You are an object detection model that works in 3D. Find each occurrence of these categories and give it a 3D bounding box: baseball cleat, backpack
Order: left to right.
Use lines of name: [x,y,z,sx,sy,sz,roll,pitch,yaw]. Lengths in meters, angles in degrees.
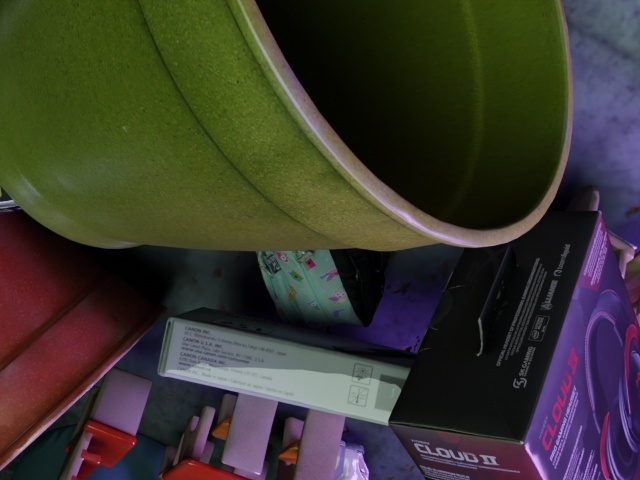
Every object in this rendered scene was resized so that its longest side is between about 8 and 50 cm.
baseball cleat: [-0.003,0.321,1.017,0.110,0.072,0.205,17,124,-6]
backpack: [0.000,0.000,0.809,0.115,0.152,0.182,0,130,24]

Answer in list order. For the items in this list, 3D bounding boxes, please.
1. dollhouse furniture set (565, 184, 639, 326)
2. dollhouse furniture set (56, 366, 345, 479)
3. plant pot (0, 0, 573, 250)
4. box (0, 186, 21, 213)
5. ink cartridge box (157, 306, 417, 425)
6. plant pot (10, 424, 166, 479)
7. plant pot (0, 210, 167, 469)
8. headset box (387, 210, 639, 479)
dollhouse furniture set: [0.331,0.008,0.762,0.212,0.161,0.242,31,142,-6]
dollhouse furniture set: [-0.138,0.249,0.893,0.259,0.135,0.262,24,143,-16]
plant pot: [-0.066,-0.139,0.603,0.353,0.366,0.366,-16,116,40]
box: [-0.327,-0.151,0.722,0.216,0.060,0.270,-11,92,-10]
ink cartridge box: [0.005,0.120,0.837,0.275,0.239,0.060,12,92,5]
plant pot: [-0.293,0.417,1.034,0.293,0.235,0.292,5,119,8]
plant pot: [-0.347,0.068,0.853,0.272,0.272,0.265,-39,96,27]
headset box: [0.179,0.131,0.678,0.110,0.218,0.293,-1,135,37]
